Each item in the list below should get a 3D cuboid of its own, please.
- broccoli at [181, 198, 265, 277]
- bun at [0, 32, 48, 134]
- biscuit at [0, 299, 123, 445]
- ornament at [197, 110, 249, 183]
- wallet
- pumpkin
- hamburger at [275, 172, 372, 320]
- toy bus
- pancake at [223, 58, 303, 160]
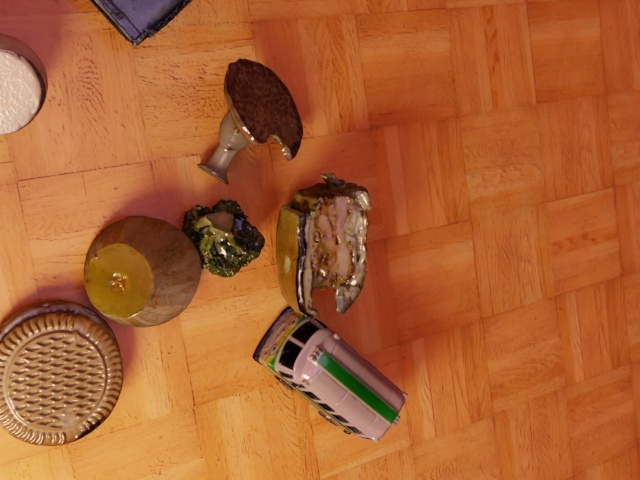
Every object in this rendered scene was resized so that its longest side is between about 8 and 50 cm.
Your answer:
[{"bbox_3d":[-0.196,-0.007,1.492,0.162,0.138,0.146,43,64,16],"label":"broccoli"},{"bbox_3d":[-0.548,-0.272,1.284,0.172,0.120,0.173,-13,129,-16],"label":"bun"},{"bbox_3d":[-0.477,0.238,1.379,0.259,0.079,0.259,-2,94,-28],"label":"biscuit"},{"bbox_3d":[-0.176,-0.197,1.514,0.075,0.081,0.156,30,83,-6],"label":"ornament"},{"bbox_3d":[-0.301,-0.548,1.415,0.237,0.075,0.342,46,75,-12],"label":"wallet"},{"bbox_3d":[-0.335,0.069,1.403,0.217,0.110,0.217,0,102,-1],"label":"pumpkin"},{"bbox_3d":[0.000,0.000,1.568,0.167,0.192,0.288,-2,106,-19],"label":"hamburger"},{"bbox_3d":[0.026,0.285,1.594,0.305,0.179,0.143,43,74,-23],"label":"toy bus"},{"bbox_3d":[-0.109,-0.262,1.514,0.235,0.029,0.212,24,52,-49],"label":"pancake"}]
